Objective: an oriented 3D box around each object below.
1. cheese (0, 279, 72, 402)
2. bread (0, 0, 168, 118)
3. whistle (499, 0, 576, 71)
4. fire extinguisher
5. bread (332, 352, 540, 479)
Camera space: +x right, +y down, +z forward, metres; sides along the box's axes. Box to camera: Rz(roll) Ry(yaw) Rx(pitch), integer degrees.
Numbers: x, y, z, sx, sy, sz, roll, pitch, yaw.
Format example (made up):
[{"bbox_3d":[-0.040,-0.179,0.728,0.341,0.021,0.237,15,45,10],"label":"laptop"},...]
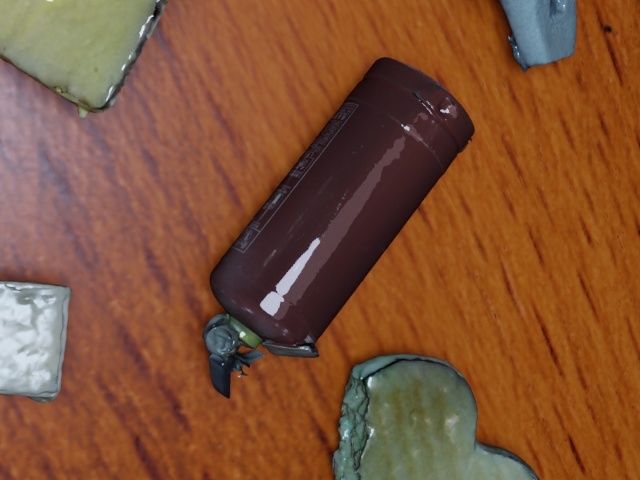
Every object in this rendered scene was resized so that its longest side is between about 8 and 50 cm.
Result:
[{"bbox_3d":[-0.358,0.043,0.609,0.400,0.034,0.085,9,89,-16],"label":"cheese"},{"bbox_3d":[-0.164,-0.220,0.613,0.178,0.135,0.240,28,89,-23],"label":"bread"},{"bbox_3d":[0.160,-0.267,0.760,0.180,0.093,0.269,-26,109,-43],"label":"whistle"},{"bbox_3d":[0.000,0.000,0.736,0.105,0.105,0.269,40,82,-22],"label":"fire extinguisher"},{"bbox_3d":[0.078,0.199,0.808,0.172,0.064,0.232,-43,109,-11],"label":"bread"}]
